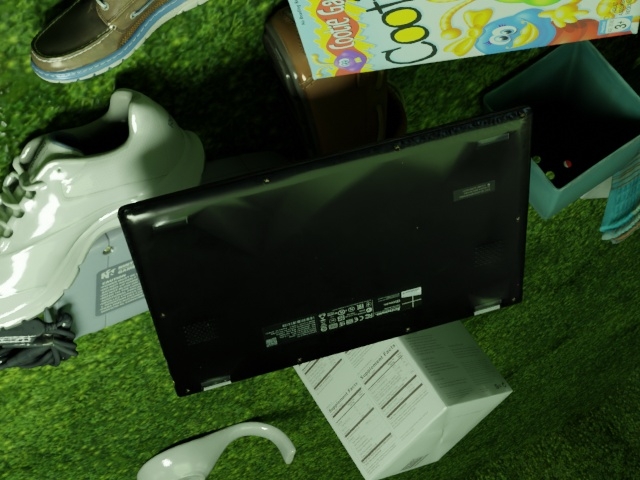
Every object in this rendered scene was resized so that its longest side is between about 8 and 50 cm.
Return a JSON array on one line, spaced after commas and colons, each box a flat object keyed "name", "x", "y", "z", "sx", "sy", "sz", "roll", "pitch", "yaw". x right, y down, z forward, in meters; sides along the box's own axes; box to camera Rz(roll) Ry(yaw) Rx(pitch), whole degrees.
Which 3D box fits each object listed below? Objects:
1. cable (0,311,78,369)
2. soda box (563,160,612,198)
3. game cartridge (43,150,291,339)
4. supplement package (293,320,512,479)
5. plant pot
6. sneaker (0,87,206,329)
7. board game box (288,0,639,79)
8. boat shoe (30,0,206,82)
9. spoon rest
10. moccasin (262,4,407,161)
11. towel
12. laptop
[{"name": "cable", "x": -0.352, "y": 0.106, "z": 1.030, "sx": 0.184, "sy": 0.047, "sz": 0.150, "roll": -4, "pitch": 160, "yaw": -12}, {"name": "soda box", "x": 0.508, "y": -0.136, "z": 1.648, "sx": 0.286, "sy": 0.091, "sz": 0.098, "roll": -6, "pitch": 140, "yaw": -47}, {"name": "game cartridge", "x": -0.168, "y": 0.001, "z": 1.089, "sx": 0.297, "sy": 0.062, "sz": 0.198, "roll": -22, "pitch": 150, "yaw": -26}, {"name": "supplement package", "x": 0.118, "y": 0.205, "z": 1.547, "sx": 0.199, "sy": 0.263, "sz": 0.198, "roll": 1, "pitch": 137, "yaw": -51}, {"name": "plant pot", "x": 0.338, "y": -0.133, "z": 1.374, "sx": 0.165, "sy": 0.166, "sz": 0.234, "roll": -34, "pitch": 161, "yaw": -4}, {"name": "sneaker", "x": -0.253, "y": -0.034, "z": 0.907, "sx": 0.297, "sy": 0.111, "sz": 0.129, "roll": -41, "pitch": 143, "yaw": -6}, {"name": "board game box", "x": 0.113, "y": -0.244, "z": 0.793, "sx": 0.275, "sy": 0.142, "sz": 0.144, "roll": -7, "pitch": 155, "yaw": 9}, {"name": "boat shoe", "x": -0.159, "y": -0.198, "z": 0.774, "sx": 0.183, "sy": 0.066, "sz": 0.066, "roll": -40, "pitch": 151, "yaw": -15}, {"name": "spoon rest", "x": -0.186, "y": 0.377, "z": 1.704, "sx": 0.276, "sy": 0.084, "sz": 0.137, "roll": -8, "pitch": 144, "yaw": -22}, {"name": "moccasin", "x": 0.040, "y": -0.125, "z": 1.066, "sx": 0.147, "sy": 0.139, "sz": 0.380, "roll": -24, "pitch": 144, "yaw": -6}, {"name": "towel", "x": 0.465, "y": -0.165, "z": 1.321, "sx": 0.040, "sy": 0.271, "sz": 0.370, "roll": 11, "pitch": 167, "yaw": 1}, {"name": "laptop", "x": 0.000, "y": 0.000, "z": 1.062, "sx": 0.382, "sy": 0.236, "sz": 0.408, "roll": -15, "pitch": 135, "yaw": -7}]
